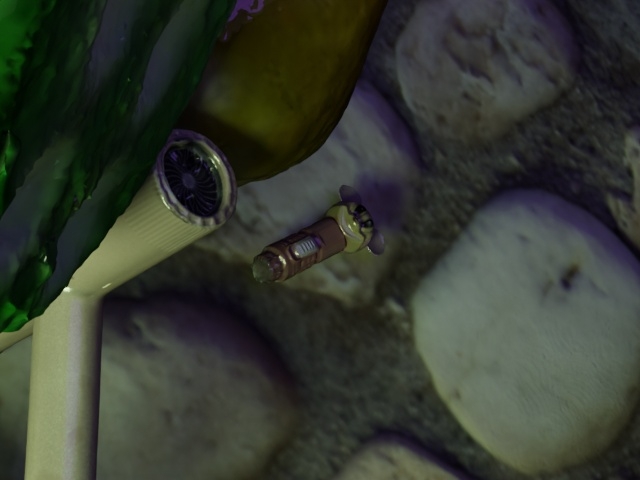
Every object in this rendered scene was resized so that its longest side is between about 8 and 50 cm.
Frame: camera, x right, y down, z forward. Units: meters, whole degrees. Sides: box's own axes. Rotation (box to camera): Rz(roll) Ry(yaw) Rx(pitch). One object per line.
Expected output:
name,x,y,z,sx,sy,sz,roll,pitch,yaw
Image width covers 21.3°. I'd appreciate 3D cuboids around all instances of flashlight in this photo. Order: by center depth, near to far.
flashlight,0.000,0.000,1.065,0.110,0.031,0.052,-27,87,-45

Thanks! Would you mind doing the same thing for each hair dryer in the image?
hair dryer,-0.112,0.080,0.808,0.054,0.195,0.220,17,56,-40

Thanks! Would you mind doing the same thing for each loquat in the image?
loquat,-0.087,-0.151,0.923,0.276,0.276,0.283,11,71,-36

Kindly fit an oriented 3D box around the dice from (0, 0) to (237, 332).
dice,-0.187,-0.143,0.648,0.300,0.287,0.297,24,87,8
